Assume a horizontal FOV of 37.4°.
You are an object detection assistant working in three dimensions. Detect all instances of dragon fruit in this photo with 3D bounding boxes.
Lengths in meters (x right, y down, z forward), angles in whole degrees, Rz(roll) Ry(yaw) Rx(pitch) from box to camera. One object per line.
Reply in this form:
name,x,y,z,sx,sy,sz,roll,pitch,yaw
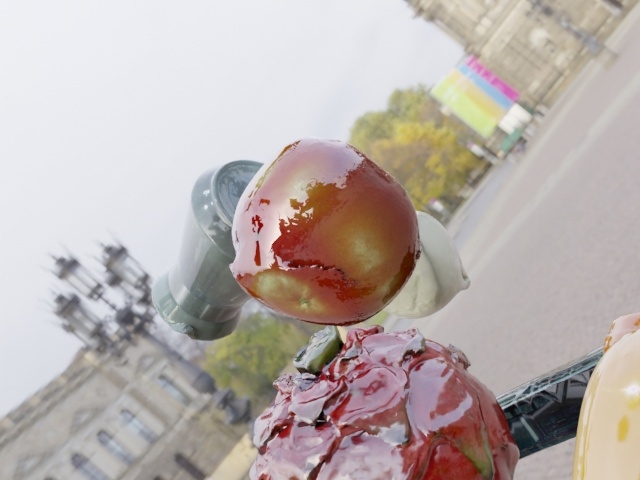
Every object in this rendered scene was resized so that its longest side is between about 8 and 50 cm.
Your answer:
dragon fruit,0.055,0.223,0.866,0.244,0.245,0.298,-25,-58,-79

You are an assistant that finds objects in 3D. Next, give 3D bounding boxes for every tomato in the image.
tomato,0.000,0.000,0.421,0.075,0.087,0.087,-54,-3,-28

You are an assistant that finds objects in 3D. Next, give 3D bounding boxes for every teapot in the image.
teapot,-0.119,0.006,1.240,0.225,0.171,0.203,-52,24,40

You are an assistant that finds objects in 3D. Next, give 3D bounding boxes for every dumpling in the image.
dumpling,0.092,0.036,1.273,0.179,0.131,0.252,-13,-27,24

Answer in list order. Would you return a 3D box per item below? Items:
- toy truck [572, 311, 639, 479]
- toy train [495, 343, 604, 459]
toy truck,0.278,0.144,0.560,0.211,0.288,0.204,140,145,-70
toy train,0.334,0.192,1.199,0.089,0.086,0.409,-24,-11,-42
